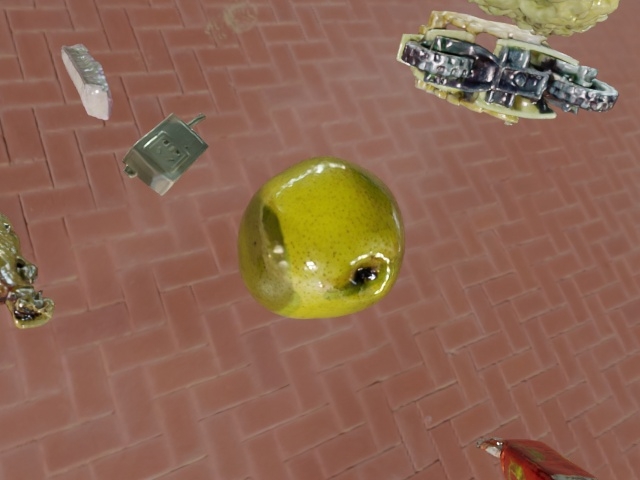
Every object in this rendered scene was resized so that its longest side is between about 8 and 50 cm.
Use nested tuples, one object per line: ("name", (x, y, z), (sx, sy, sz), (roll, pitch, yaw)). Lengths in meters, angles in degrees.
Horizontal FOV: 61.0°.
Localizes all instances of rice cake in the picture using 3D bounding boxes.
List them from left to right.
("rice cake", (-0.296, -0.205, 0.687), (0.036, 0.047, 0.206), (-20, 39, -21))

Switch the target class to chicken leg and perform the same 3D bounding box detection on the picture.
("chicken leg", (-0.282, 0.022, 0.475), (0.178, 0.093, 0.070), (31, 65, 32))

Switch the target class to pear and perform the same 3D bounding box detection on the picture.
("pear", (0.000, 0.000, 0.906), (0.294, 0.294, 0.294), (10, 64, -20))

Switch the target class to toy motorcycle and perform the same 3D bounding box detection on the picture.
("toy motorcycle", (0.337, -0.322, 1.020), (0.410, 0.168, 0.237), (8, 26, -12))

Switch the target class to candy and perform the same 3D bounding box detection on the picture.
("candy", (0.286, 0.302, 0.686), (0.086, 0.292, 0.059), (7, 88, -6))

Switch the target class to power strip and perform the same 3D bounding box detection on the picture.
("power strip", (-0.212, -0.139, 0.794), (0.075, 0.042, 0.175), (42, 43, -14))

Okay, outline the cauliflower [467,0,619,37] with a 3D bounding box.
("cauliflower", (0.189, -0.314, 0.395), (0.260, 0.327, 0.281), (34, 95, -21))
